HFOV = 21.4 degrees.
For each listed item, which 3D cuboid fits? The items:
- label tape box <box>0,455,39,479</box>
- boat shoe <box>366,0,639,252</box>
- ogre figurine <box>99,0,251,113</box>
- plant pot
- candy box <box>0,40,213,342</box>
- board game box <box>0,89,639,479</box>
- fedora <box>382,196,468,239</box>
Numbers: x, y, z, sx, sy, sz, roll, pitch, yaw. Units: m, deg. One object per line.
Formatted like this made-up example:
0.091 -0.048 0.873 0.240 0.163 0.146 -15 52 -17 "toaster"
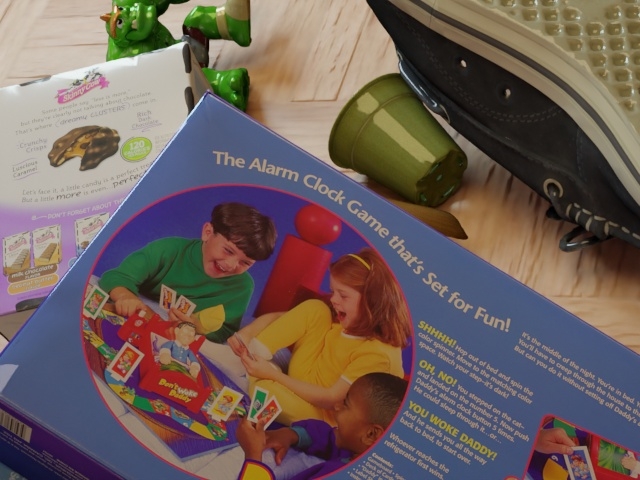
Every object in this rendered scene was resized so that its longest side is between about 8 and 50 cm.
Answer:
-0.116 0.259 0.907 0.348 0.115 0.249 19 46 -12 "label tape box"
0.220 -0.077 1.117 0.187 0.156 0.500 -39 59 -21 "boat shoe"
-0.116 -0.151 1.363 0.118 0.097 0.197 -1 78 4 "ogre figurine"
0.062 -0.065 1.221 0.083 0.083 0.079 -37 57 -16 "plant pot"
-0.157 -0.032 1.237 0.165 0.070 0.196 -12 60 10 "candy box"
0.017 0.101 0.940 0.347 0.078 0.233 32 58 5 "board game box"
0.000 0.000 1.149 0.194 0.194 0.079 14 93 32 "fedora"
